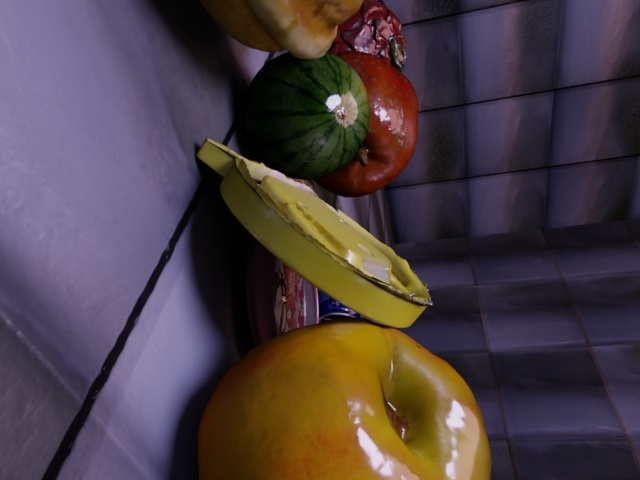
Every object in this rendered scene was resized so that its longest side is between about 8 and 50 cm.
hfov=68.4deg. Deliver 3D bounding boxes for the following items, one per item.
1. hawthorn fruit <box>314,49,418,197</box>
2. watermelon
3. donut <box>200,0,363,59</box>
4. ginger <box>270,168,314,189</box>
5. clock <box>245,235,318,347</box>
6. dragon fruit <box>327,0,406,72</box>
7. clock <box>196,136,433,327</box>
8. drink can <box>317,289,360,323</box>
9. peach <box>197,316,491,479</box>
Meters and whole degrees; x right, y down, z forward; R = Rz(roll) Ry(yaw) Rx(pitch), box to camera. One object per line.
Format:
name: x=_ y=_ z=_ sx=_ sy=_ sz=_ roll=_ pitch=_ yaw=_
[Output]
hawthorn fruit: x=0.065 y=-0.218 z=0.920 sx=0.300 sy=0.275 sz=0.275 roll=-94 pitch=170 yaw=-52
watermelon: x=-0.026 y=-0.185 z=0.702 sx=0.214 sy=0.187 sz=0.188 roll=20 pitch=-56 yaw=59
donut: x=-0.071 y=-0.424 z=0.505 sx=0.449 sy=0.198 sz=0.449 roll=-14 pitch=90 yaw=-72
ginger: x=-0.045 y=-0.088 z=0.834 sx=0.176 sy=0.052 sz=0.193 roll=78 pitch=14 yaw=-46
clock: x=-0.056 y=0.086 z=0.698 sx=0.244 sy=0.056 sz=0.245 roll=-5 pitch=90 yaw=-77
dragon fruit: x=0.068 y=-0.458 z=1.115 sx=0.299 sy=0.244 sz=0.244 roll=63 pitch=0 yaw=32
clock: x=-0.001 y=0.004 z=0.565 sx=0.293 sy=0.071 sz=0.277 roll=43 pitch=14 yaw=35
drink can: x=0.041 y=0.078 z=1.042 sx=0.097 sy=0.097 sz=0.235 roll=66 pitch=22 yaw=-53
peach: x=0.012 y=0.243 z=0.480 sx=0.308 sy=0.288 sz=0.289 roll=-59 pitch=-170 yaw=32
